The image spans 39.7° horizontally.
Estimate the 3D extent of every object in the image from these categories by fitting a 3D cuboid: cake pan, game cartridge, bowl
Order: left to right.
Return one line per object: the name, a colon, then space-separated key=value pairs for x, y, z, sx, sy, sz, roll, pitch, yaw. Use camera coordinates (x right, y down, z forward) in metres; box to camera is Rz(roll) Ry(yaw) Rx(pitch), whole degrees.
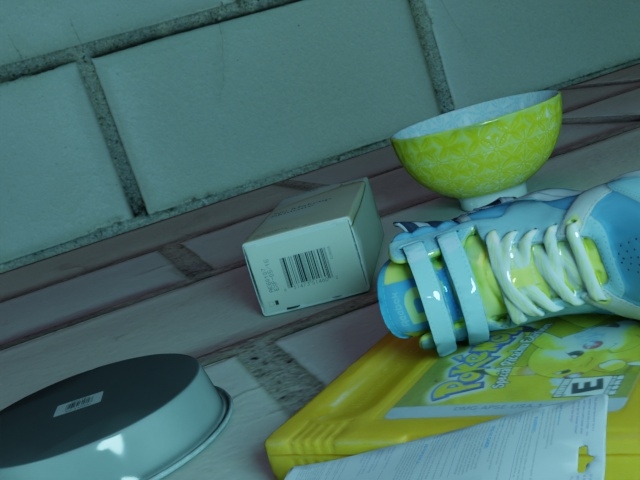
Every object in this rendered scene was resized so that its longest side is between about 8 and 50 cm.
cake pan: x=-0.235 y=0.191 z=0.899 sx=0.293 sy=0.054 sz=0.293 roll=-16 pitch=11 yaw=3
bowl: x=0.275 y=-0.140 z=1.491 sx=0.289 sy=0.156 sz=0.289 roll=-16 pitch=11 yaw=3
game cartridge: x=0.158 y=0.112 z=0.726 sx=0.323 sy=0.053 sz=0.285 roll=-7 pitch=14 yaw=35

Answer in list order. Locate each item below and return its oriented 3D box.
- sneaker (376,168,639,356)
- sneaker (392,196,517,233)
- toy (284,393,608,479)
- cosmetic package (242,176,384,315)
sneaker: x=0.162 y=0.031 z=0.694 sx=0.208 sy=0.127 sz=0.319 roll=-18 pitch=1 yaw=-13
sneaker: x=0.156 y=0.009 z=1.009 sx=0.153 sy=0.099 sz=0.282 roll=-1 pitch=12 yaw=4
toy: x=0.066 y=0.173 z=0.550 sx=0.237 sy=0.056 sz=0.137 roll=-17 pitch=15 yaw=25
cosmetic package: x=0.000 y=0.000 z=1.333 sx=0.160 sy=0.113 sz=0.309 roll=-15 pitch=12 yaw=10
